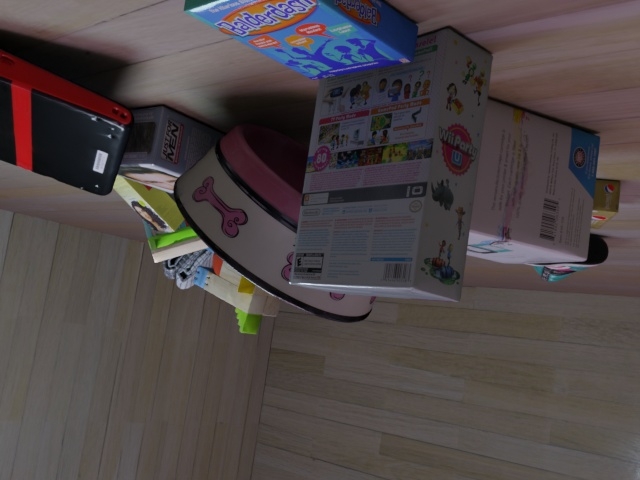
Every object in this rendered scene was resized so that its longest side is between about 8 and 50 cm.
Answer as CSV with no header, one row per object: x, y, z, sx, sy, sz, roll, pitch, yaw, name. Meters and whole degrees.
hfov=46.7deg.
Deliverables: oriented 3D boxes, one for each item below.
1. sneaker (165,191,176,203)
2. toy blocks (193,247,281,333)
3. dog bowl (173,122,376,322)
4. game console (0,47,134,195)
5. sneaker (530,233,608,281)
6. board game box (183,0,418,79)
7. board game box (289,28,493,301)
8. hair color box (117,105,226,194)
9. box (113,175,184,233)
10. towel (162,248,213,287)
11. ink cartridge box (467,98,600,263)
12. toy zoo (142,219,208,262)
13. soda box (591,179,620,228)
-0.357,-0.146,1.755,0.292,0.108,0.169,7,161,13,sneaker
-0.184,0.008,1.856,0.190,0.381,0.261,12,-173,-45,toy blocks
-0.039,-0.048,1.280,0.408,0.150,0.408,33,-163,-11,dog bowl
-0.491,-0.202,1.224,0.342,0.060,0.386,20,161,-15,game console
0.580,0.032,1.961,0.295,0.124,0.178,8,163,-5,sneaker
-0.018,-0.244,0.818,0.160,0.047,0.210,1,169,44,board game box
0.083,-0.084,0.925,0.097,0.303,0.224,15,170,-41,board game box
-0.250,-0.152,1.491,0.185,0.114,0.374,3,170,36,hair color box
-0.412,-0.115,1.686,0.087,0.058,0.232,-8,129,51,box
-0.361,0.008,2.248,0.121,0.284,0.235,39,165,0,towel
0.250,-0.085,1.141,0.270,0.198,0.197,13,172,-24,ink cartridge box
-0.344,-0.064,1.838,0.192,0.030,0.293,-16,-142,-11,toy zoo
0.537,-0.069,1.457,0.058,0.061,0.181,6,172,11,soda box
